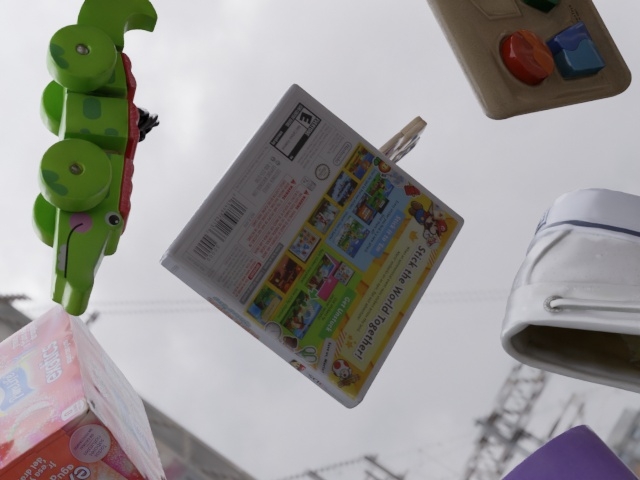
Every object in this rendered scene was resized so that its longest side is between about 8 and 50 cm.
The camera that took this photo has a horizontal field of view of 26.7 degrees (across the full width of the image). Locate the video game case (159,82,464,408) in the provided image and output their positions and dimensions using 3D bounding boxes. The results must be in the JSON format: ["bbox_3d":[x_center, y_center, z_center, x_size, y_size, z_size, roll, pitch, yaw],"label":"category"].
[{"bbox_3d":[0.000,0.000,1.180,0.227,0.206,0.026,-57,9,-35],"label":"video game case"}]

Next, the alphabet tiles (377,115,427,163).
[{"bbox_3d":[0.035,-0.069,1.918,0.284,0.021,0.278,-41,-6,-10],"label":"alphabet tiles"}]

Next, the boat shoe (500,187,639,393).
[{"bbox_3d":[0.270,0.086,0.763,0.156,0.367,0.136,-58,-27,-28],"label":"boat shoe"}]

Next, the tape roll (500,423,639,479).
[{"bbox_3d":[0.214,0.268,1.285,0.189,0.080,0.189,-35,-25,-19],"label":"tape roll"}]

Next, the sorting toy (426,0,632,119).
[{"bbox_3d":[0.215,-0.289,1.531,0.229,0.307,0.041,-16,-15,-36],"label":"sorting toy"}]

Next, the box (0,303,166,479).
[{"bbox_3d":[-0.257,0.199,1.338,0.142,0.300,0.154,-35,-67,-2],"label":"box"}]

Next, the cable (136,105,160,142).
[{"bbox_3d":[-0.299,-0.134,2.007,0.150,0.047,0.184,-56,1,4],"label":"cable"}]

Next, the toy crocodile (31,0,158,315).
[{"bbox_3d":[-0.214,-0.092,1.279,0.115,0.105,0.340,117,155,-57],"label":"toy crocodile"}]
